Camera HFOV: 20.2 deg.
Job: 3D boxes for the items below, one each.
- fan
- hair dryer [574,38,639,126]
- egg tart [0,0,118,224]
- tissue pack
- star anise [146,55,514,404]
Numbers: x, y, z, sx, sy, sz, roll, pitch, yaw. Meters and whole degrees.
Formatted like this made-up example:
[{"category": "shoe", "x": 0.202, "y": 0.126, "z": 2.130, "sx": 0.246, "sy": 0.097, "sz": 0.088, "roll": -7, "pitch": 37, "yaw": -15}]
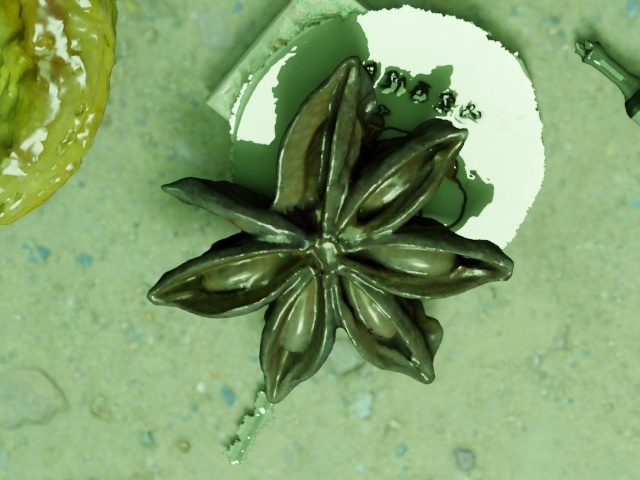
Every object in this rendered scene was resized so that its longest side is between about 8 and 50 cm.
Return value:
[{"category": "fan", "x": 0.012, "y": 0.007, "z": 1.098, "sx": 0.191, "sy": 0.009, "sz": 0.329, "roll": 20, "pitch": 112, "yaw": -11}, {"category": "hair dryer", "x": 0.227, "y": -0.057, "z": 1.042, "sx": 0.198, "sy": 0.057, "sz": 0.100, "roll": 39, "pitch": 106, "yaw": -1}, {"category": "egg tart", "x": -0.253, "y": -0.133, "z": 1.034, "sx": 0.294, "sy": 0.123, "sz": 0.294, "roll": 3, "pitch": 112, "yaw": 7}, {"category": "tissue pack", "x": -0.014, "y": -0.105, "z": 1.064, "sx": 0.056, "sy": 0.023, "sz": 0.108, "roll": 40, "pitch": 108, "yaw": -10}, {"category": "star anise", "x": 0.014, "y": 0.009, "z": 1.054, "sx": 0.212, "sy": 0.073, "sz": 0.197, "roll": -34, "pitch": 108, "yaw": 16}]
